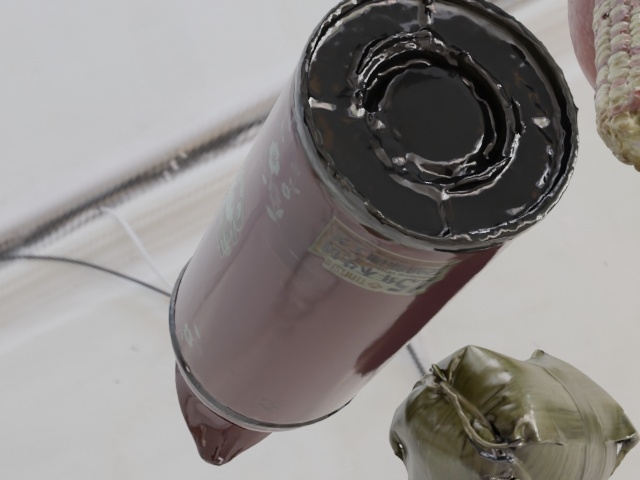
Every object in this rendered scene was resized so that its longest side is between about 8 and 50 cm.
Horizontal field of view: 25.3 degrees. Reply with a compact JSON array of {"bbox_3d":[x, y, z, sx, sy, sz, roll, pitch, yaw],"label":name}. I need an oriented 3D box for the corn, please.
[{"bbox_3d":[0.217,-0.134,0.955,0.080,0.079,0.237,0,-139,18],"label":"corn"}]

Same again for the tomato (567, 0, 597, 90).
[{"bbox_3d":[0.305,-0.185,1.150,0.208,0.184,0.208,-1,-76,-3],"label":"tomato"}]

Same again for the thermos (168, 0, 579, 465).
[{"bbox_3d":[-0.007,0.004,0.664,0.110,0.330,0.136,-10,-110,-22],"label":"thermos"}]

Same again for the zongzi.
[{"bbox_3d":[0.068,0.153,0.770,0.094,0.205,0.204,39,-81,25],"label":"zongzi"}]
